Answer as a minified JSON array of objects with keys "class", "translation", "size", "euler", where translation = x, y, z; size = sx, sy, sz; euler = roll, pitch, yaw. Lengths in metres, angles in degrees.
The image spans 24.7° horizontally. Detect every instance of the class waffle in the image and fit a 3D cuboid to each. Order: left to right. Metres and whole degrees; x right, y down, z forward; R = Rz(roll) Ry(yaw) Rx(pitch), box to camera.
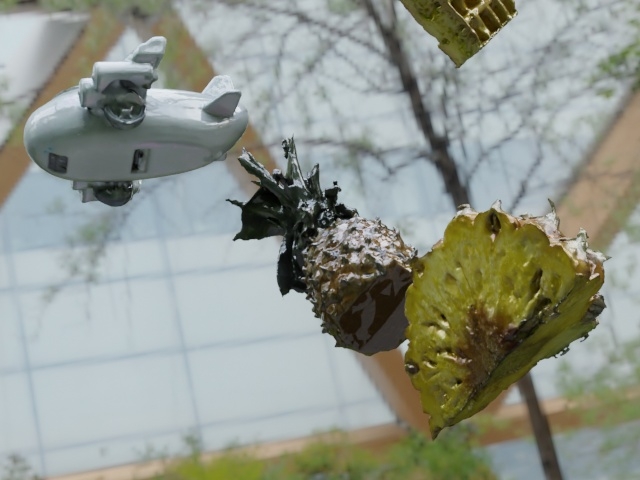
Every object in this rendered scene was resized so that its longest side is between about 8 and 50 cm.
[{"class":"waffle","translation":[0.139,-0.323,1.761],"size":[0.055,0.211,0.160],"euler":[-39,3,34]}]

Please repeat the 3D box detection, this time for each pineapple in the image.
[{"class":"pineapple","translation":[0.001,0.003,1.846],"size":[0.165,0.364,0.166],"euler":[-15,-56,-24]},{"class":"pineapple","translation":[0.171,0.039,1.280],"size":[0.164,0.140,0.250],"euler":[-20,-26,-33]}]

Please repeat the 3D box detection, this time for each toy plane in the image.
[{"class":"toy plane","translation":[-0.211,-0.132,1.695],"size":[0.266,0.123,0.267],"euler":[-15,-31,-9]}]
